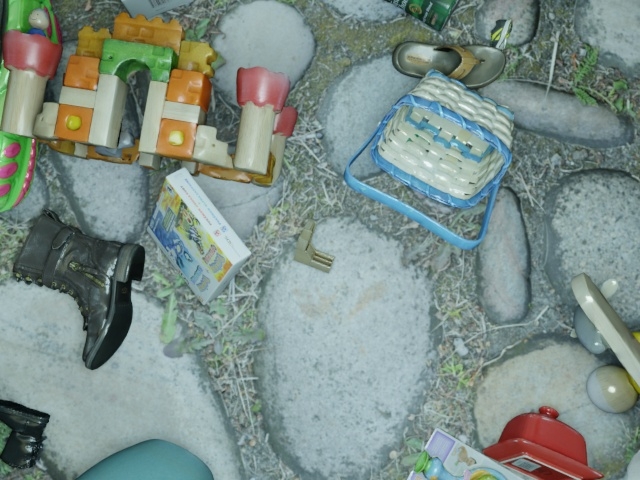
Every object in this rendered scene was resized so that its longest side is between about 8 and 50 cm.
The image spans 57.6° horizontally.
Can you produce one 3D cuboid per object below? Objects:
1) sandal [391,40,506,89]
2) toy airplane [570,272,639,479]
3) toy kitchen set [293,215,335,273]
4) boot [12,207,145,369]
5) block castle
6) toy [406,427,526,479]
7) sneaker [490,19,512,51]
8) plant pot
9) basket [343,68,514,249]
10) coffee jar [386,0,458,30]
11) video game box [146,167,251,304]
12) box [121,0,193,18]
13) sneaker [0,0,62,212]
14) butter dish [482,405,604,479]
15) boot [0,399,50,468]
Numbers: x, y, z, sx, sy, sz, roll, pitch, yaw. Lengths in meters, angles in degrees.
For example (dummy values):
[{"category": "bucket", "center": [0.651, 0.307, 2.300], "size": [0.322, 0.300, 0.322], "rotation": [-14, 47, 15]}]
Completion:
[{"category": "sandal", "center": [0.250, -0.349, 1.130], "size": [0.219, 0.060, 0.090], "rotation": [11, 96, 1]}, {"category": "toy airplane", "center": [0.565, 0.257, 0.965], "size": [0.384, 0.272, 0.386], "rotation": [10, 67, -31]}, {"category": "toy kitchen set", "center": [0.000, 0.000, 1.096], "size": [0.075, 0.083, 0.068], "rotation": [22, 42, 2]}, {"category": "boot", "center": [-0.463, 0.088, 1.083], "size": [0.229, 0.091, 0.263], "rotation": [13, 80, 7]}, {"category": "block castle", "center": [-0.275, -0.237, 1.006], "size": [0.453, 0.303, 0.213], "rotation": [9, 89, 1]}, {"category": "toy", "center": [0.280, 0.460, 1.047], "size": [0.237, 0.056, 0.137], "rotation": [31, 85, 3]}, {"category": "sneaker", "center": [0.353, -0.402, 1.163], "size": [0.035, 0.031, 0.083], "rotation": [26, 92, 32]}, {"category": "plant pot", "center": [-0.284, 0.450, 0.962], "size": [0.290, 0.290, 0.195], "rotation": [26, 48, 3]}, {"category": "basket", "center": [0.207, -0.141, 1.027], "size": [0.255, 0.201, 0.289], "rotation": [32, 53, 4]}, {"category": "coffee jar", "center": [0.180, -0.492, 1.136], "size": [0.184, 0.096, 0.079], "rotation": [30, 82, 4]}, {"category": "video game box", "center": [-0.222, 0.001, 1.029], "size": [0.048, 0.205, 0.187], "rotation": [-37, 85, -35]}, {"category": "box", "center": [-0.345, -0.543, 1.143], "size": [0.130, 0.091, 0.170], "rotation": [-21, 84, -2]}, {"category": "sneaker", "center": [-0.617, -0.297, 1.069], "size": [0.202, 0.185, 0.483], "rotation": [10, 82, -3]}, {"category": "butter dish", "center": [0.393, 0.351, 1.028], "size": [0.160, 0.160, 0.118], "rotation": [23, 61, 2]}, {"category": "boot", "center": [-0.560, 0.354, 1.065], "size": [0.121, 0.045, 0.099], "rotation": [18, 87, 1]}]
